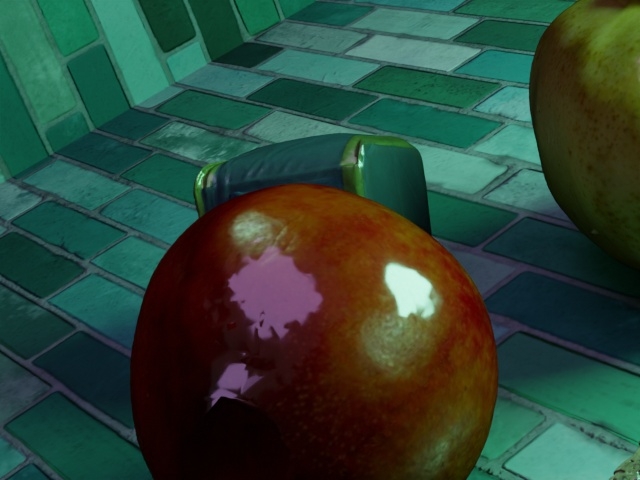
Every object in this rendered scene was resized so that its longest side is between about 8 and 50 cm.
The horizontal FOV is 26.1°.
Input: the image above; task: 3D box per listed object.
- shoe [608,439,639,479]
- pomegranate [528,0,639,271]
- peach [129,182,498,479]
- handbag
[{"bbox_3d":[0.323,0.232,1.247,0.089,0.092,0.180,-4,34,40],"label":"shoe"},{"bbox_3d":[0.425,-0.153,1.572,0.417,0.416,0.416,-17,26,9],"label":"pomegranate"},{"bbox_3d":[-0.017,0.141,1.374,0.388,0.388,0.388,-17,26,9],"label":"peach"},{"bbox_3d":[0.000,0.000,1.737,0.241,0.263,0.222,-5,4,29],"label":"handbag"}]
